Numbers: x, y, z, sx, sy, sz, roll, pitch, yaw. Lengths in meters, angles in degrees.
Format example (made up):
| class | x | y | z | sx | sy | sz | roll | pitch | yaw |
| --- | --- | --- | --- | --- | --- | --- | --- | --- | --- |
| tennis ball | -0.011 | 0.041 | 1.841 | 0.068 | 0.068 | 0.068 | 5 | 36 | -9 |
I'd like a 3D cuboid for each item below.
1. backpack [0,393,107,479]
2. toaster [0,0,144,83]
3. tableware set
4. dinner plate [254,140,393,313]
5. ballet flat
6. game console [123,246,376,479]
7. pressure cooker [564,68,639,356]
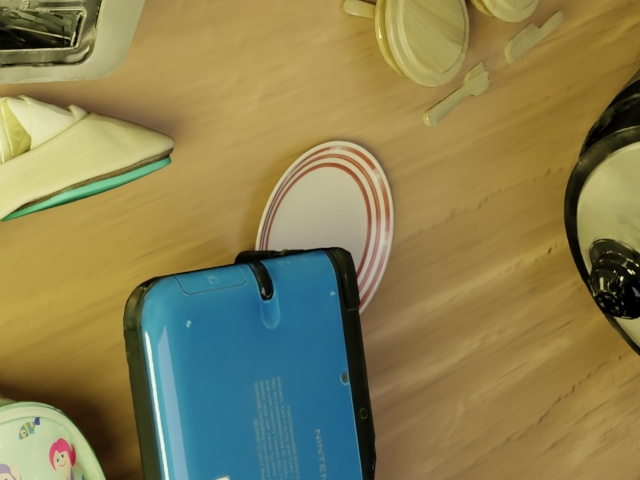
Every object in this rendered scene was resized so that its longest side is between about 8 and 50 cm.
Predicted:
| class | x | y | z | sx | sy | sz | roll | pitch | yaw |
| --- | --- | --- | --- | --- | --- | --- | --- | --- | --- |
| backpack | -0.196 | 0.208 | 1.024 | 0.225 | 0.191 | 0.254 | -35 | 120 | -35 |
| toaster | -0.170 | -0.171 | 0.961 | 0.185 | 0.110 | 0.168 | -7 | 123 | -45 |
| tableware set | 0.095 | -0.173 | 1.337 | 0.194 | 0.039 | 0.128 | -39 | 116 | -41 |
| dinner plate | 0.000 | 0.000 | 1.297 | 0.141 | 0.017 | 0.141 | -17 | 114 | -43 |
| ballet flat | -0.186 | -0.037 | 1.039 | 0.248 | 0.086 | 0.086 | -29 | 122 | -39 |
| game console | -0.054 | 0.158 | 1.112 | 0.250 | 0.173 | 0.293 | -9 | 92 | -50 |
| pressure cooker | 0.400 | -0.031 | 1.475 | 0.370 | 0.375 | 0.420 | 45 | 62 | -2 |
